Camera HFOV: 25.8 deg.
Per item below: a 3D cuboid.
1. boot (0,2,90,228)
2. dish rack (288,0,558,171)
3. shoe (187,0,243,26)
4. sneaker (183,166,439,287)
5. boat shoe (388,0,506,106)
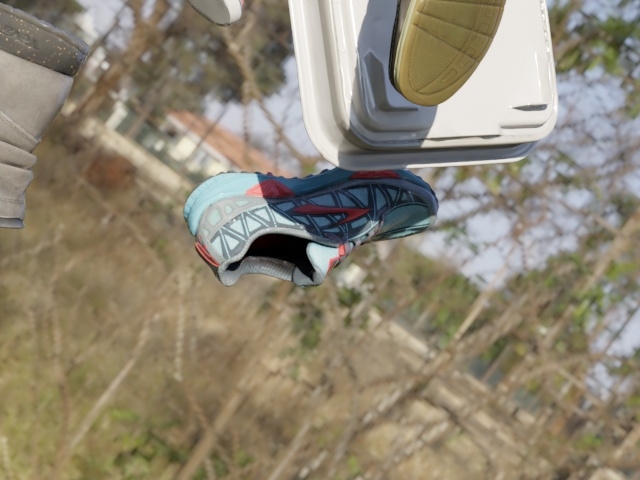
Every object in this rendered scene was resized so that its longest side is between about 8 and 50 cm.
[{"bbox_3d":[-0.412,-0.157,1.355,0.338,0.223,0.118,26,5,7],"label":"boot"},{"bbox_3d":[0.102,-0.234,1.257,0.285,0.333,0.072,-5,-3,-35],"label":"dish rack"},{"bbox_3d":[-0.114,-0.290,1.388,0.178,0.081,0.063,48,-29,22],"label":"shoe"},{"bbox_3d":[0.000,0.000,1.392,0.104,0.261,0.125,100,-22,-47],"label":"sneaker"},{"bbox_3d":[0.099,-0.214,1.068,0.080,0.224,0.073,12,10,-34],"label":"boat shoe"}]
